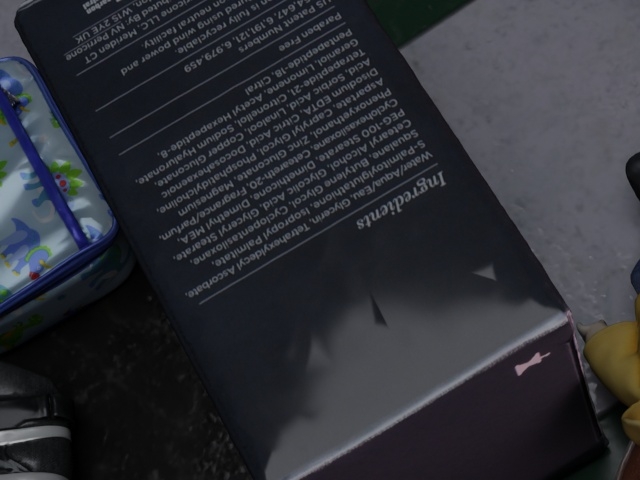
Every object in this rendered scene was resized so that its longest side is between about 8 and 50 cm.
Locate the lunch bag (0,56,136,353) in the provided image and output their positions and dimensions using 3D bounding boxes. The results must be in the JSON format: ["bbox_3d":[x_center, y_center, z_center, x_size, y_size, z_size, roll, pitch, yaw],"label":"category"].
[{"bbox_3d":[-0.258,-0.034,1.313,0.176,0.090,0.219,-29,64,-3],"label":"lunch bag"}]

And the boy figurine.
[{"bbox_3d":[0.247,0.052,1.093,0.177,0.092,0.285,-24,33,36],"label":"boy figurine"}]

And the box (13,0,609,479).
[{"bbox_3d":[0.000,0.000,1.118,0.212,0.293,0.395,-31,63,0],"label":"box"}]

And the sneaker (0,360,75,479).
[{"bbox_3d":[-0.294,0.150,1.251,0.217,0.079,0.121,-1,63,5],"label":"sneaker"}]

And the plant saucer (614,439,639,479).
[{"bbox_3d":[0.349,0.206,1.077,0.311,0.050,0.310,-5,66,11],"label":"plant saucer"}]
